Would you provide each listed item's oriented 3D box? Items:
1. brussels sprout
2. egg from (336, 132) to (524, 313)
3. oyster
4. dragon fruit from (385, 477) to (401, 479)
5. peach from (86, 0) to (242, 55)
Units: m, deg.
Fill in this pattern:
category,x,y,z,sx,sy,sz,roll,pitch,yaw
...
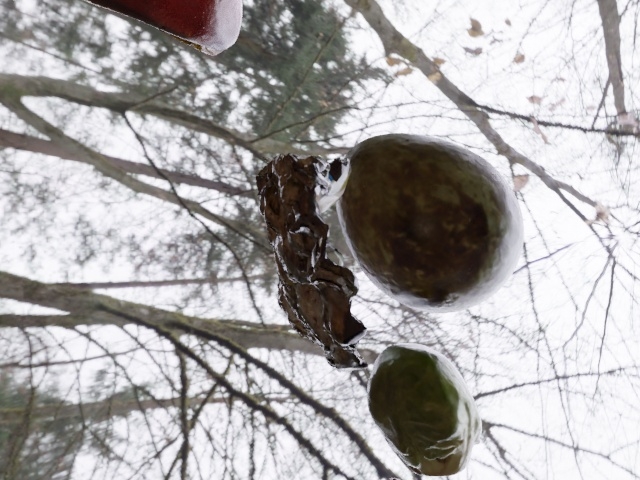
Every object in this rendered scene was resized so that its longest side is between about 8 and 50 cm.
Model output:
category,x,y,z,sx,sy,sz,roll,pitch,yaw
brussels sprout,0.141,0.229,0.816,0.162,0.144,0.180,5,-70,46
egg,0.148,-0.030,0.840,0.289,0.238,0.238,40,-71,-2
oyster,-0.009,0.002,0.540,0.092,0.198,0.259,-6,-135,-3
dragon fruit,0.044,0.260,0.399,0.172,0.172,0.209,37,-89,22
peach,-0.252,-0.438,0.996,0.275,0.248,0.245,30,-54,-19
